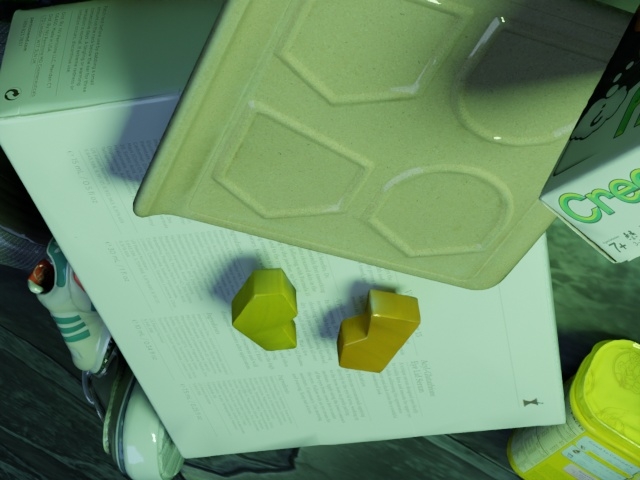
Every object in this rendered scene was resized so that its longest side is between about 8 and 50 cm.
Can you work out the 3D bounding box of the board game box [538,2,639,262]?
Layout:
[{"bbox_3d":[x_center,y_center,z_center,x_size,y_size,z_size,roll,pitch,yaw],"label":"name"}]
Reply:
[{"bbox_3d":[0.215,-0.115,0.463,0.053,0.193,0.305,37,151,-12],"label":"board game box"}]

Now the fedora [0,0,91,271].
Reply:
[{"bbox_3d":[-0.187,-0.091,0.964,0.275,0.124,0.244,-16,129,43],"label":"fedora"}]

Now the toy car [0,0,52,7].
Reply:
[{"bbox_3d":[-0.175,-0.178,0.768,0.239,0.053,0.225,5,179,-20],"label":"toy car"}]

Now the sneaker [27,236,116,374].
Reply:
[{"bbox_3d":[-0.179,0.043,0.992,0.075,0.057,0.161,26,149,-2],"label":"sneaker"}]

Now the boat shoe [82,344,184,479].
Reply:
[{"bbox_3d":[-0.151,0.113,1.111,0.094,0.302,0.109,4,106,-1],"label":"boat shoe"}]

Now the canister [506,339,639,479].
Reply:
[{"bbox_3d":[0.224,0.151,1.007,0.126,0.073,0.170,30,153,1],"label":"canister"}]

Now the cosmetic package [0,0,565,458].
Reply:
[{"bbox_3d":[0.000,0.000,0.844,0.285,0.097,0.377,-5,142,10],"label":"cosmetic package"}]

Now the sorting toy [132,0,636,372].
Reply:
[{"bbox_3d":[0.024,-0.035,0.701,0.229,0.041,0.307,11,140,-20],"label":"sorting toy"}]
